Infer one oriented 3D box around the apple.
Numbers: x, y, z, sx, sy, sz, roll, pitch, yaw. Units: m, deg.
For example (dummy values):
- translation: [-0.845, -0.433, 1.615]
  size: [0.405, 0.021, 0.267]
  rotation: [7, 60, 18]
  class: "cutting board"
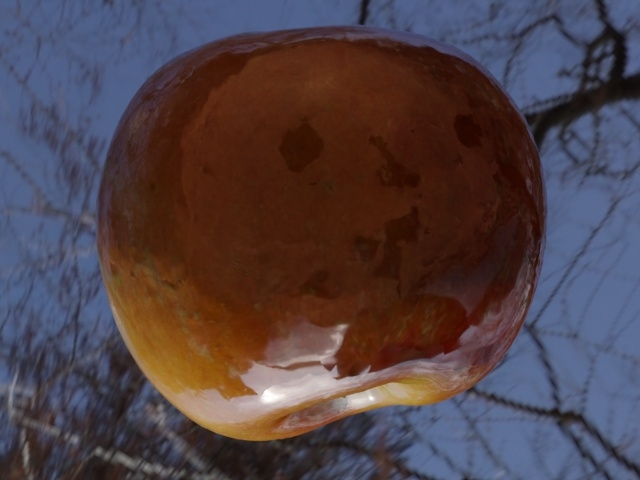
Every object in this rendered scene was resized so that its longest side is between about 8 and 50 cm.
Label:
- translation: [0.000, 0.000, 1.023]
  size: [0.253, 0.253, 0.254]
  rotation: [4, -108, -12]
  class: "apple"
